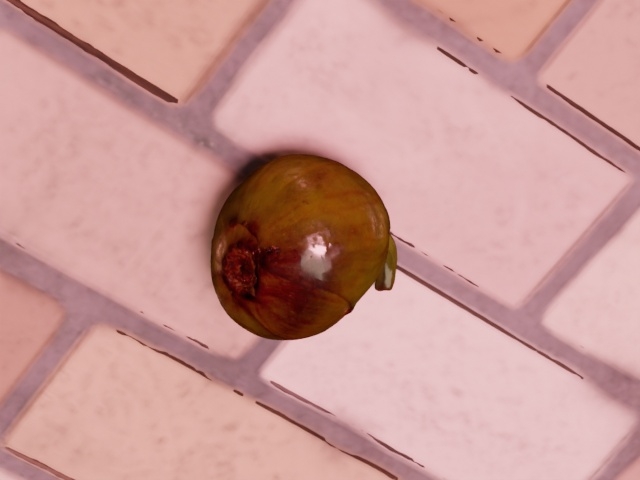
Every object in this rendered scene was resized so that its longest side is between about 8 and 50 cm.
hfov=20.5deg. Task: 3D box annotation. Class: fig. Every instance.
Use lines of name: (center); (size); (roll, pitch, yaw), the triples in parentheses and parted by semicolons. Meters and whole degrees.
fig: (0.000, 0.000, 0.799); (0.098, 0.082, 0.084); (-21, 113, -42)
